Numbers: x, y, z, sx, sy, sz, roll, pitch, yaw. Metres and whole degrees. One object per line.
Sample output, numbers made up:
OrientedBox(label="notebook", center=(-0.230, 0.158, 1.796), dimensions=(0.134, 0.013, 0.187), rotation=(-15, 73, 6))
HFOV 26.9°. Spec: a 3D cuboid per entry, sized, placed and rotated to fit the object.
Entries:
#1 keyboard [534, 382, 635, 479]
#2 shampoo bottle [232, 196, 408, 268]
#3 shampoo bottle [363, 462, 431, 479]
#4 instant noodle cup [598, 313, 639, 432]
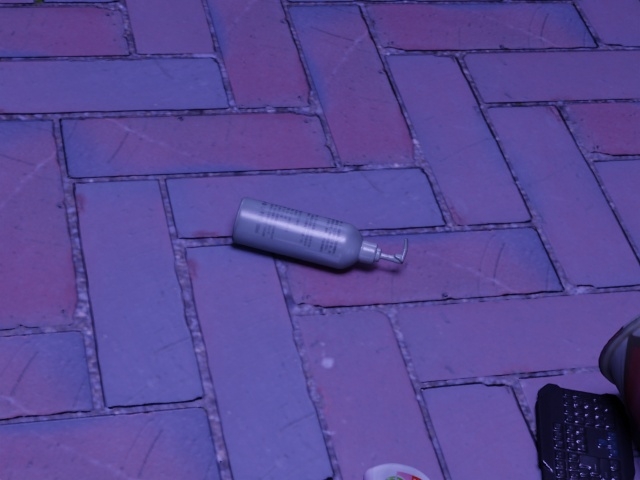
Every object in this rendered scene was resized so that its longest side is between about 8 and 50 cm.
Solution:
OrientedBox(label="keyboard", center=(0.271, 0.254, 1.352), dimensions=(0.106, 0.016, 0.262), rotation=(9, 45, -4))
OrientedBox(label="shampoo bottle", center=(0.000, 0.000, 1.509), dimensions=(0.195, 0.056, 0.056), rotation=(15, 45, 2))
OrientedBox(label="shampoo bottle", center=(0.072, 0.257, 1.283), dimensions=(0.072, 0.043, 0.099), rotation=(13, 45, -1))
OrientedBox(label="instant noodle cup", center=(0.418, 0.165, 1.339), dimensions=(0.235, 0.234, 0.178), rotation=(-4, 57, -17))
